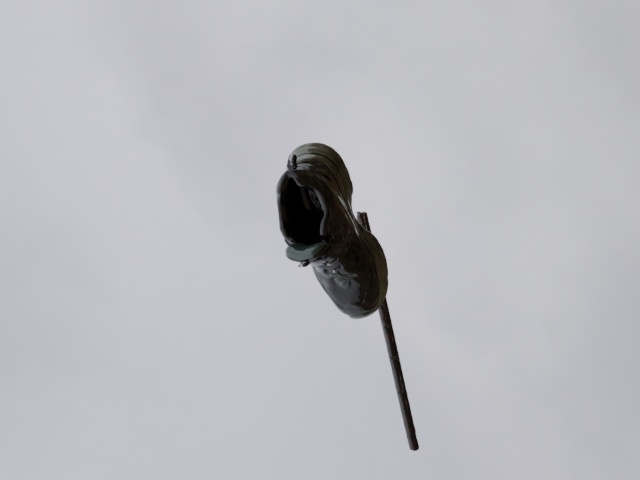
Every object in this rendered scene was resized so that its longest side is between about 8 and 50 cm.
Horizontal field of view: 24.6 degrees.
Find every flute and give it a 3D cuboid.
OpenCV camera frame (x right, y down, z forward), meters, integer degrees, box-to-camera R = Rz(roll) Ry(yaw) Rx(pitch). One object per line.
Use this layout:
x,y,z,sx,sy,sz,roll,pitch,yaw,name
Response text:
0.073,0.098,1.581,0.014,0.014,0.269,-26,-74,-58,flute

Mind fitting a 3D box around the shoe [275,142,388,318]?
0.000,0.000,1.322,0.099,0.071,0.169,-35,-73,-63,shoe
